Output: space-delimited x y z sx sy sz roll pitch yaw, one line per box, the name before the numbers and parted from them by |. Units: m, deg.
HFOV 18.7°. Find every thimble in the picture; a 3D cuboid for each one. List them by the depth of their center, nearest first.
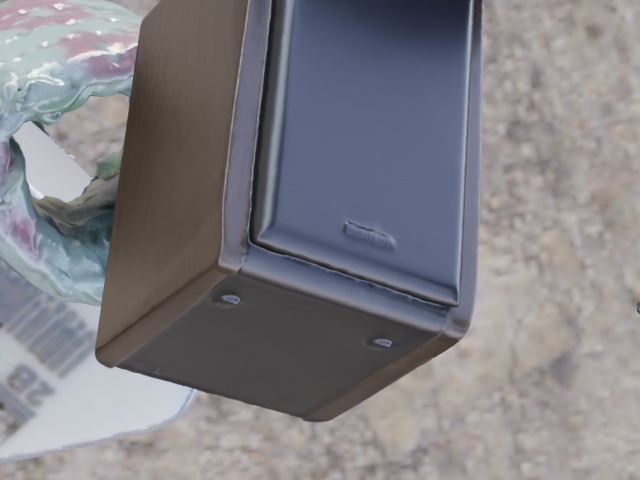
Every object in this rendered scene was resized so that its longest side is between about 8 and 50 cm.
thimble | -0.160 -0.066 1.267 0.211 0.149 0.185 30 92 -38

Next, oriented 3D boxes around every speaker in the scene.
speaker | -0.015 -0.043 1.090 0.153 0.192 0.231 17 61 -24

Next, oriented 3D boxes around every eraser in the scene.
eraser | -0.241 0.055 1.577 0.331 0.331 0.150 57 8 -22

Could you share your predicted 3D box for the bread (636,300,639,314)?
bread | 0.235 0.041 0.928 0.152 0.147 0.127 67 3 -65
